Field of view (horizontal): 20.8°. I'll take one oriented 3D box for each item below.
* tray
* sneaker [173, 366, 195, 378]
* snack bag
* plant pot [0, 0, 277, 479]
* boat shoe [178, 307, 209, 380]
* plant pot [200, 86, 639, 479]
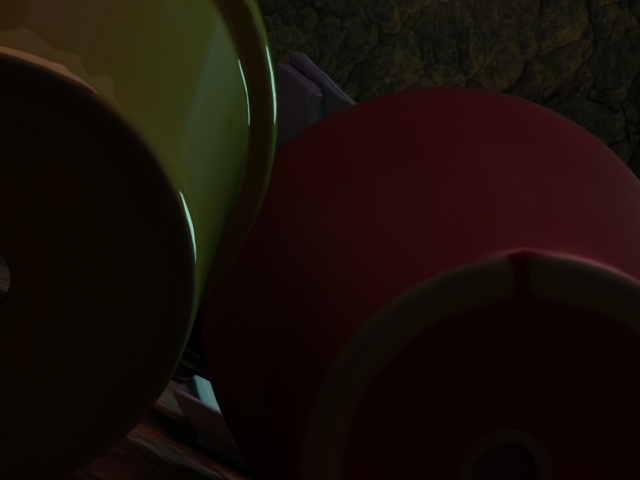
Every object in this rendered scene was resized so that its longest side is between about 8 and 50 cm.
[{"bbox_3d":[0.029,0.160,1.094,0.270,0.030,0.145,27,-1,2],"label":"tray"},{"bbox_3d":[-0.151,0.049,1.318,0.170,0.068,0.071,27,-5,-18],"label":"sneaker"},{"bbox_3d":[0.000,0.000,1.723,0.037,0.323,0.342,-3,17,-13],"label":"snack bag"},{"bbox_3d":[-0.135,-0.028,0.665,0.254,0.254,0.239,27,16,-18],"label":"plant pot"},{"bbox_3d":[-0.004,0.073,1.086,0.254,0.095,0.079,26,-1,-1],"label":"boat shoe"},{"bbox_3d":[0.077,0.073,0.860,0.275,0.275,0.243,27,10,-9],"label":"plant pot"}]
